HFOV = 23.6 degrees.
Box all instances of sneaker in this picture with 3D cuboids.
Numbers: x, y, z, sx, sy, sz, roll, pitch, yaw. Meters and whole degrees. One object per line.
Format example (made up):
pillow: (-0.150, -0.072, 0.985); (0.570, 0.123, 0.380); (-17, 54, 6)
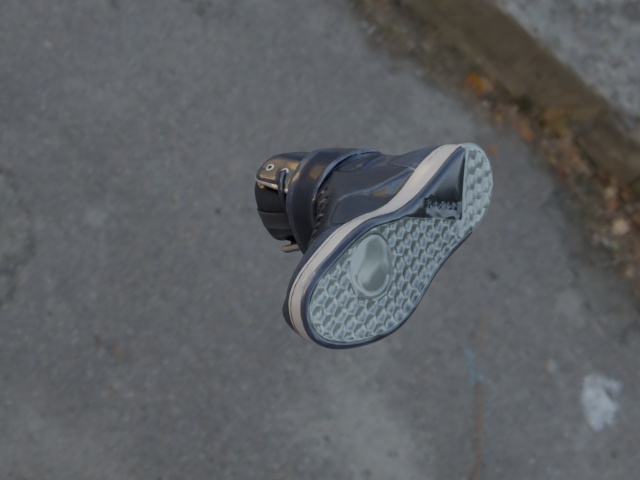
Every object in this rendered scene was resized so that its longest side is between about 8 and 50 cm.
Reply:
sneaker: (0.001, 0.001, 1.077); (0.226, 0.163, 0.086); (-40, 124, -46)
